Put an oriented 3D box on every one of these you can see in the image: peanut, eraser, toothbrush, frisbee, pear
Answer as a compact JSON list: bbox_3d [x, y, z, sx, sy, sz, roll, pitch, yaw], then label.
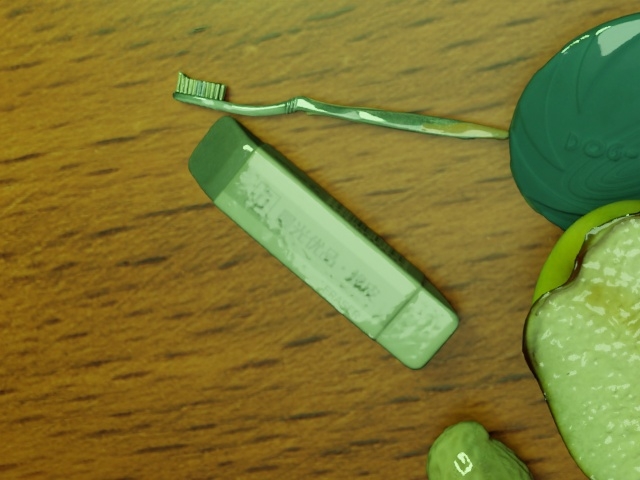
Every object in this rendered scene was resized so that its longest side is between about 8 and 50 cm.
[{"bbox_3d":[0.202,0.321,1.253,0.124,0.123,0.256,-33,92,15],"label":"peanut"},{"bbox_3d":[0.000,0.000,1.251,0.352,0.061,0.089,40,106,0],"label":"eraser"},{"bbox_3d":[0.019,-0.140,1.235,0.375,0.028,0.037,10,96,9],"label":"toothbrush"},{"bbox_3d":[0.330,-0.092,1.109,0.290,0.049,0.289,3,131,4],"label":"frisbee"},{"bbox_3d":[0.396,0.105,1.130,0.386,0.191,0.340,37,112,0],"label":"pear"}]
